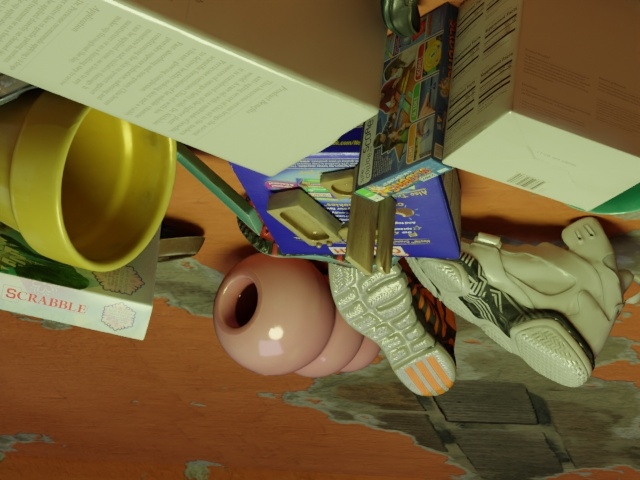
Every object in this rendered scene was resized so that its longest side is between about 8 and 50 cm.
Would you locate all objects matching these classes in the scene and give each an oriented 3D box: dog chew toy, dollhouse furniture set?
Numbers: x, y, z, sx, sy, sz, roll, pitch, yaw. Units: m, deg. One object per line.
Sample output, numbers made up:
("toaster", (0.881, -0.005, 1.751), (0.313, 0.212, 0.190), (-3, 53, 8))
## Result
("dog chew toy", (-0.020, 0.138, 2.327), (0.207, 0.206, 0.332), (-14, 157, 41))
("dollhouse furniture set", (0.013, 0.003, 1.768), (0.151, 0.123, 0.144), (-9, 152, 29))

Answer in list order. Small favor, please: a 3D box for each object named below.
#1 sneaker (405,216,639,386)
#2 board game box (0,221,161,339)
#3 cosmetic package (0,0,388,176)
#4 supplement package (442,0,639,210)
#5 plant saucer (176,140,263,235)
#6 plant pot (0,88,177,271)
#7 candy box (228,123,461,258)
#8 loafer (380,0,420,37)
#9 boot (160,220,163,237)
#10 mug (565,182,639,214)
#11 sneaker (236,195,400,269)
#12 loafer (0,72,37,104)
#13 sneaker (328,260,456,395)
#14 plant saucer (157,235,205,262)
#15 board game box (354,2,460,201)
("sneaker", (0.298, 0.037, 2.067), (0.366, 0.210, 0.137), (38, 164, 19))
("board game box", (-0.385, -0.013, 1.947), (0.318, 0.318, 0.066), (13, 123, -12))
("cosmetic package", (-0.174, -0.244, 1.516), (0.453, 0.161, 0.230), (21, 153, -28))
("supplement package", (0.256, -0.170, 1.500), (0.194, 0.203, 0.149), (17, 155, -20))
("plant saucer", (-0.150, -0.081, 1.932), (0.192, 0.018, 0.067), (41, 169, 26))
("plant pot", (-0.356, -0.104, 1.824), (0.239, 0.254, 0.254), (13, 161, 27))
("candy box", (0.042, -0.089, 1.859), (0.268, 0.122, 0.317), (1, 155, 13))
("loafer", (0.094, -0.274, 1.494), (0.061, 0.062, 0.170), (-4, 156, 14))
("boot", (-0.300, -0.044, 2.167), (0.099, 0.045, 0.121), (3, 149, 5))
("mug", (0.352, -0.108, 1.748), (0.158, 0.097, 0.129), (23, 153, -30))
("sneaker", (0.000, 0.000, 2.082), (0.262, 0.104, 0.125), (15, 168, 16))
("loafer", (-0.383, -0.231, 1.721), (0.303, 0.109, 0.095), (-8, 127, 23))
("sneaker", (0.118, 0.091, 2.257), (0.125, 0.180, 0.321), (-23, 112, 19))
("plant saucer", (-0.268, 0.019, 2.241), (0.168, 0.029, 0.168), (-9, 176, -1))
("board game box", (0.103, -0.156, 1.583), (0.035, 0.201, 0.136), (23, 153, -31))
